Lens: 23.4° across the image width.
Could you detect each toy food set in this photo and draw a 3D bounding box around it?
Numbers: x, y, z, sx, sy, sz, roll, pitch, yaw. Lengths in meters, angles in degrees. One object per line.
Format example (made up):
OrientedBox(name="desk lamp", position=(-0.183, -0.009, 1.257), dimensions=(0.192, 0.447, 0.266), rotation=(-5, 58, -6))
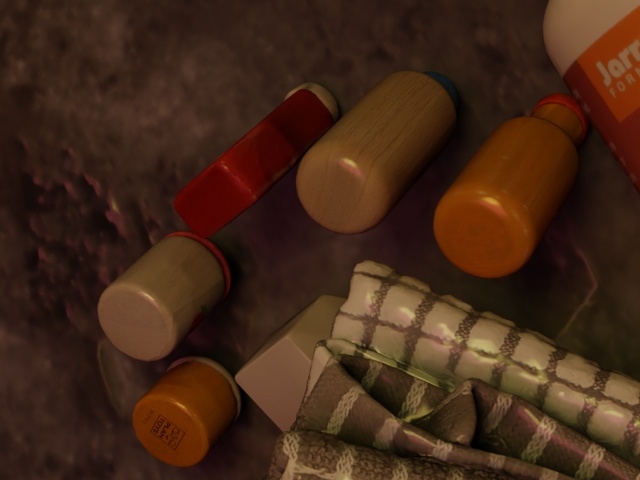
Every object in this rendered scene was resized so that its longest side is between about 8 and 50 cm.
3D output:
OrientedBox(name="toy food set", position=(0.000, 0.000, 0.658), dimensions=(0.111, 0.104, 0.232), rotation=(47, 129, -4))

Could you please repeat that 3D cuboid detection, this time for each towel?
OrientedBox(name="towel", position=(0.067, 0.180, 0.577), dimensions=(0.235, 0.121, 0.284), rotation=(25, 125, 13))

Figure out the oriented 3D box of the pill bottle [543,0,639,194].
OrientedBox(name="pill bottle", position=(0.158, -0.061, 0.554), dimensions=(0.121, 0.121, 0.216), rotation=(-36, 83, 22))
